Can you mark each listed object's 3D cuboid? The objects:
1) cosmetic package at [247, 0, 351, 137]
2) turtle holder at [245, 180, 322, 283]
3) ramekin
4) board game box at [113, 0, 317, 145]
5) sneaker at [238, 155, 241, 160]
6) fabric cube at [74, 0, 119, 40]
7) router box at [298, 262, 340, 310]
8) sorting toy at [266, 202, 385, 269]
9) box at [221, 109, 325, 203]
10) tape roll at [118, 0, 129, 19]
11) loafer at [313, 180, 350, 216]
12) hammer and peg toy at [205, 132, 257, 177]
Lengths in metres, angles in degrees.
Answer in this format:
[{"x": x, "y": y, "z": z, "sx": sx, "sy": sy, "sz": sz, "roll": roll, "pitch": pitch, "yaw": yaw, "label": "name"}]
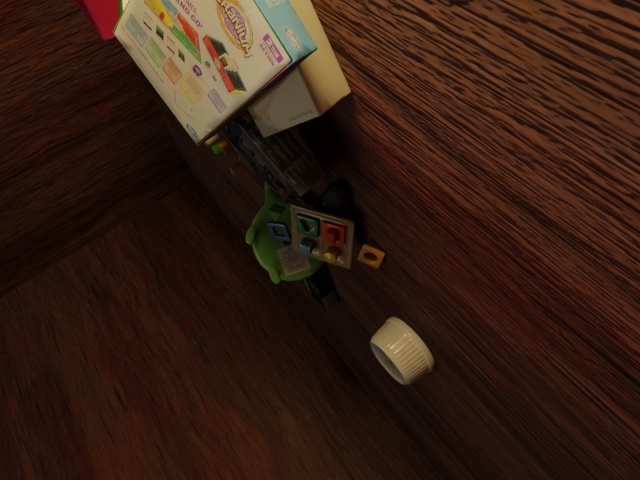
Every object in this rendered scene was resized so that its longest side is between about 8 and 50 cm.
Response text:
[{"x": -0.095, "y": -0.353, "z": 0.702, "sx": 0.160, "sy": 0.113, "sz": 0.310, "roll": -8, "pitch": 120, "yaw": 43, "label": "cosmetic package"}, {"x": -0.112, "y": -0.031, "z": 1.321, "sx": 0.320, "sy": 0.243, "sz": 0.227, "roll": 42, "pitch": -168, "yaw": 1, "label": "turtle holder"}, {"x": 0.250, "y": 0.356, "z": 1.307, "sx": 0.207, "sy": 0.109, "sz": 0.207, "roll": 50, "pitch": 165, "yaw": 18, "label": "ramekin"}, {"x": -0.185, "y": -0.323, "z": 0.664, "sx": 0.316, "sy": 0.064, "sz": 0.242, "roll": -16, "pitch": 114, "yaw": 47, "label": "board game box"}, {"x": -0.262, "y": -0.313, "z": 1.411, "sx": 0.158, "sy": 0.061, "sz": 0.065, "roll": 47, "pitch": 158, "yaw": 23, "label": "sneaker"}, {"x": -0.572, "y": -0.763, "z": 1.102, "sx": 0.259, "sy": 0.254, "sz": 0.258, "roll": 50, "pitch": 163, "yaw": 17, "label": "fabric cube"}, {"x": -0.048, "y": 0.128, "z": 1.776, "sx": 0.243, "sy": 0.081, "sz": 0.309, "roll": 41, "pitch": 160, "yaw": 41, "label": "router box"}, {"x": 0.000, "y": 0.000, "z": 1.100, "sx": 0.347, "sy": 0.047, "sz": 0.196, "roll": 17, "pitch": 139, "yaw": 17, "label": "sorting toy"}, {"x": -0.138, "y": -0.226, "z": 0.932, "sx": 0.307, "sy": 0.076, "sz": 0.242, "roll": 48, "pitch": 172, "yaw": -8, "label": "box"}, {"x": -0.378, "y": -0.578, "z": 0.916, "sx": 0.321, "sy": 0.077, "sz": 0.322, "roll": 4, "pitch": 95, "yaw": 53, "label": "tape roll"}, {"x": 0.024, "y": -0.087, "z": 1.085, "sx": 0.076, "sy": 0.078, "sz": 0.223, "roll": 52, "pitch": 165, "yaw": 6, "label": "loafer"}, {"x": -0.319, "y": -0.374, "z": 1.204, "sx": 0.361, "sy": 0.127, "sz": 0.266, "roll": 53, "pitch": 179, "yaw": 20, "label": "hammer and peg toy"}]
